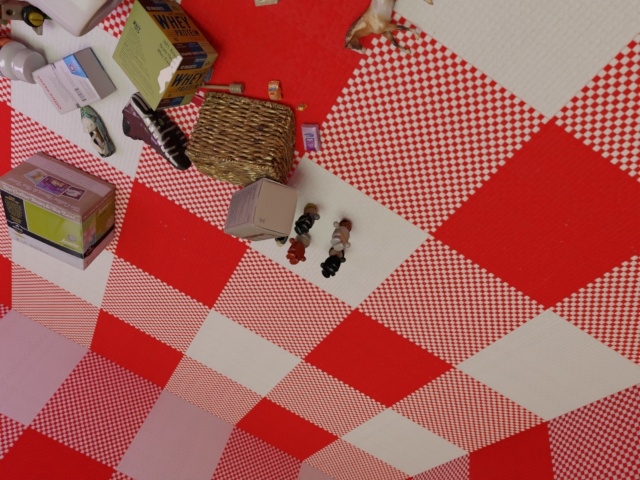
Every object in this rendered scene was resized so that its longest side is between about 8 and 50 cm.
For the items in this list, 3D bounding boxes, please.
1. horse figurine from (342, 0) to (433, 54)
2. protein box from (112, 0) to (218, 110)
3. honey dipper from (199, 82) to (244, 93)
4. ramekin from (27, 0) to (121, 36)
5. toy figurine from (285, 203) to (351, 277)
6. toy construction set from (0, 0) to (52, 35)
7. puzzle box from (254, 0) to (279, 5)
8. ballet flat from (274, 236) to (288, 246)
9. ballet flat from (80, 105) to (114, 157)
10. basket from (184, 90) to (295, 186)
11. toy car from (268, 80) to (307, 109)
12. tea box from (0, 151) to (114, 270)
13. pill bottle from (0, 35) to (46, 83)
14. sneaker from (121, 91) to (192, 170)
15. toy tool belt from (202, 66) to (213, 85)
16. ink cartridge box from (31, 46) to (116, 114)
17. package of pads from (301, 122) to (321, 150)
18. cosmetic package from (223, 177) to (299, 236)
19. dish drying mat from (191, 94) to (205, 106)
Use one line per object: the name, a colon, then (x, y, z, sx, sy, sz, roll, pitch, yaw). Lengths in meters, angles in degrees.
horse figurine: (0.174, -0.561, 1.067, 0.174, 0.066, 0.263, 18, 135, -4)
protein box: (-0.431, -0.510, 1.240, 0.200, 0.136, 0.201, 52, 130, 1)
honey dipper: (-0.306, -0.462, 1.346, 0.160, 0.030, 0.031, 9, 131, 15)
ramekin: (-0.585, -0.650, 1.129, 0.277, 0.277, 0.135, -24, 126, 34)
toy figurine: (0.000, 0.000, 1.557, 0.213, 0.148, 0.210, 20, 127, 6)
toy construction set: (-0.912, -0.723, 1.267, 0.257, 0.237, 0.309, 25, 122, 39)
puzzle box: (-0.113, -0.721, 0.895, 0.052, 0.272, 0.409, 0, 130, 14)
ballet flat: (-0.144, -0.040, 1.629, 0.057, 0.049, 0.173, 19, 132, 5)
ballet flat: (-0.788, -0.375, 1.567, 0.070, 0.070, 0.188, -5, 126, 23)
basket: (-0.231, -0.301, 1.410, 0.299, 0.223, 0.213, 12, 166, 10)
toy car: (-0.098, -0.419, 1.299, 0.122, 0.041, 0.060, 18, 132, 5)
tea box: (-1.020, -0.112, 1.767, 0.328, 0.220, 0.324, 25, 133, -2)
pill bottle: (-1.011, -0.585, 1.430, 0.221, 0.121, 0.121, 20, 132, 3)
sneaker: (-0.556, -0.342, 1.500, 0.162, 0.106, 0.281, -19, 110, 37)
toy tool belt: (-0.338, -0.499, 1.305, 0.052, 0.051, 0.083, 3, 137, -21)
ink cartridge box: (-0.791, -0.509, 1.439, 0.203, 0.086, 0.148, -7, 126, 25)
package of pads: (-0.028, -0.316, 1.367, 0.050, 0.032, 0.083, 7, 131, 18)
cosmetic package: (-0.197, -0.089, 1.440, 0.129, 0.153, 0.296, 17, 170, -26)
dish drying mat: (-0.396, -0.445, 1.406, 0.083, 0.008, 0.032, 25, 132, -1)
